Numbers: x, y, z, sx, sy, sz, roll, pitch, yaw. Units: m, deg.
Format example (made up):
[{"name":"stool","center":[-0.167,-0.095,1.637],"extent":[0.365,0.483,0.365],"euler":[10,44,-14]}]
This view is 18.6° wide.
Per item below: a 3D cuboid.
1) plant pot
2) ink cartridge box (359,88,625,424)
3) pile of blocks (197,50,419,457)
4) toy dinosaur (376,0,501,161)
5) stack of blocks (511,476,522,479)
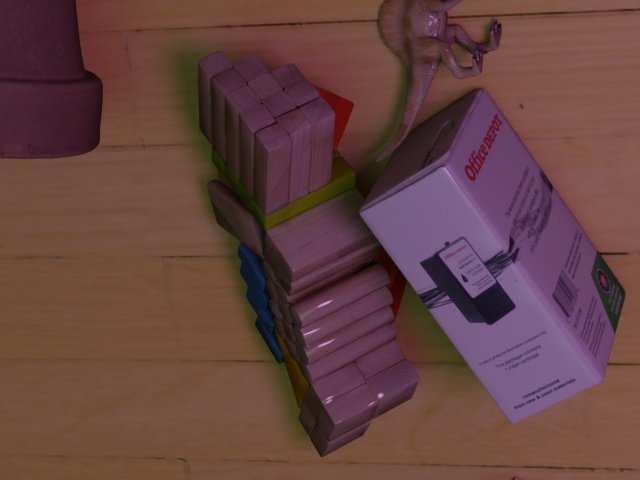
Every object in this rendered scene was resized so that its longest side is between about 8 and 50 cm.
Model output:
[{"name":"plant pot","center":[-0.281,-0.194,1.468],"extent":[0.263,0.263,0.229],"euler":[11,100,10]},{"name":"ink cartridge box","center":[0.134,0.009,1.483],"extent":[0.087,0.153,0.208],"euler":[-29,104,27]},{"name":"pile of blocks","center":[0.000,0.000,1.560],"extent":[0.112,0.149,0.362],"euler":[-26,124,-19]},{"name":"toy dinosaur","center":[0.086,-0.151,1.483],"extent":[0.092,0.053,0.183],"euler":[7,107,27]},{"name":"stack of blocks","center":[0.225,0.362,1.667],"extent":[0.297,0.087,0.171],"euler":[38,119,-4]}]
